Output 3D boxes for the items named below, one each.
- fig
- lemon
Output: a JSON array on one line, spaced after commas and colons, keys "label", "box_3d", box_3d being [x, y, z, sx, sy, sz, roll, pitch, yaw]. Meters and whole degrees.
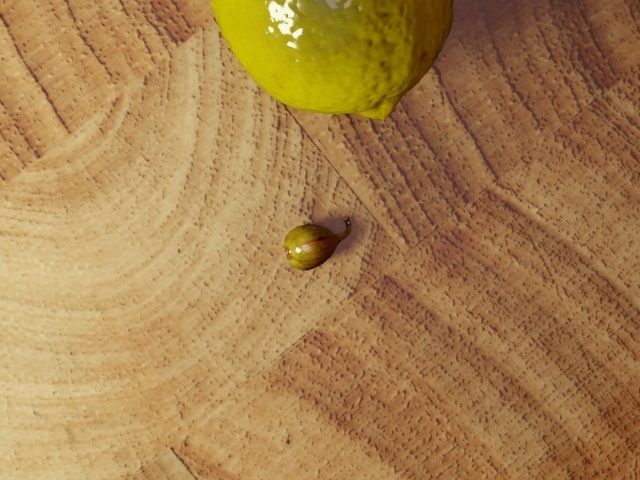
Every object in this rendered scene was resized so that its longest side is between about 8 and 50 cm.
[{"label": "fig", "box_3d": [0.000, 0.000, 1.710, 0.083, 0.050, 0.050, -27, 94, -21]}, {"label": "lemon", "box_3d": [0.010, -0.259, 1.596, 0.267, 0.267, 0.267, 0, 93, -3]}]
